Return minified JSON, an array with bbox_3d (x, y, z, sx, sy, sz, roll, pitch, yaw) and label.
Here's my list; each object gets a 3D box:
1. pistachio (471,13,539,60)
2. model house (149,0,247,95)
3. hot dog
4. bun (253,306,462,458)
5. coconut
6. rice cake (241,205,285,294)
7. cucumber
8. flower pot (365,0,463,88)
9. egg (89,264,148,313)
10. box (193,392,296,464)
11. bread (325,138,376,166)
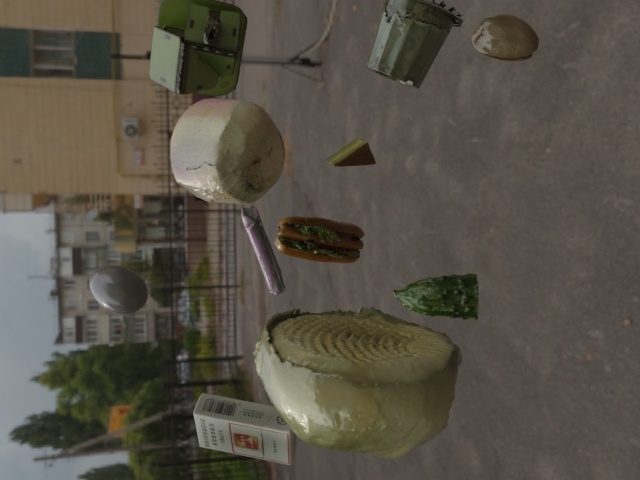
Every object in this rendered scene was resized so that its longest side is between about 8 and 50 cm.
[{"bbox_3d":[0.422,-0.459,1.605,0.113,0.149,0.113,20,-90,-81],"label":"pistachio"},{"bbox_3d":[-0.263,-0.389,1.510,0.279,0.204,0.218,-107,26,-61],"label":"model house"},{"bbox_3d":[0.000,0.000,2.130,0.100,0.337,0.135,26,103,51],"label":"hot dog"},{"bbox_3d":[0.063,0.247,1.184,0.364,0.364,0.202,-138,54,-73],"label":"bun"},{"bbox_3d":[-0.155,-0.134,1.084,0.171,0.182,0.171,-11,-77,-58],"label":"coconut"},{"bbox_3d":[-0.146,0.030,1.825,0.055,0.049,0.270,49,160,57],"label":"rice cake"},{"bbox_3d":[0.325,0.156,1.983,0.134,0.244,0.134,2,-90,-86],"label":"cucumber"},{"bbox_3d":[0.274,-0.631,2.217,0.259,0.290,0.290,-66,18,10],"label":"flower pot"},{"bbox_3d":[-0.642,0.154,2.234,0.146,0.198,0.146,-57,-12,-20],"label":"egg"},{"bbox_3d":[-0.246,0.632,2.356,0.095,0.330,0.210,-74,-10,-46],"label":"box"},{"bbox_3d":[0.095,-0.250,2.235,0.074,0.139,0.084,36,157,53],"label":"bread"}]
